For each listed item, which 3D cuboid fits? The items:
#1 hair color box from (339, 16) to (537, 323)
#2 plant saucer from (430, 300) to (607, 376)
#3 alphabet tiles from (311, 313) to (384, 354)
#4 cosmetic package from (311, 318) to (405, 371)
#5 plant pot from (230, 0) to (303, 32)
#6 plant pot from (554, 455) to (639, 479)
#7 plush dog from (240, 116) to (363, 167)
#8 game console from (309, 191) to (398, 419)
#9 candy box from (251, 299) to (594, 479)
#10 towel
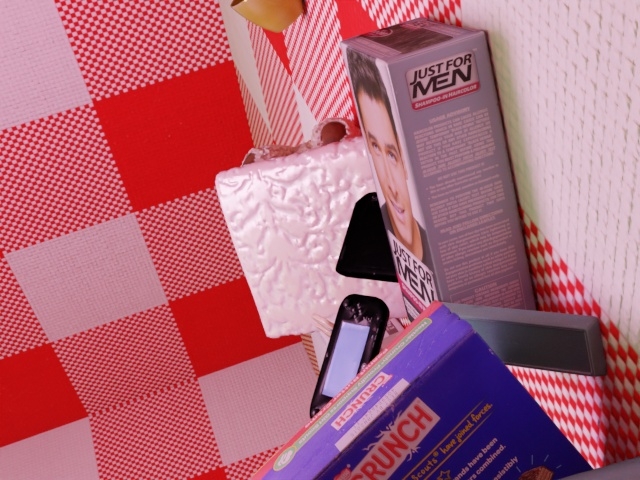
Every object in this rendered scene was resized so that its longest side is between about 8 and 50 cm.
[{"bbox_3d":[0.138,-0.052,1.064,0.185,0.113,0.375,-129,22,-67],"label":"hair color box"},{"bbox_3d":[0.197,0.102,0.955,0.192,0.018,0.067,2,118,40],"label":"plant saucer"},{"bbox_3d":[0.115,0.203,1.511,0.284,0.021,0.278,21,164,50],"label":"alphabet tiles"},{"bbox_3d":[0.097,0.295,1.983,0.217,0.156,0.385,-128,19,-53],"label":"cosmetic package"},{"bbox_3d":[-0.088,-0.446,1.737,0.095,0.134,0.134,47,-178,-22],"label":"plant pot"},{"bbox_3d":[0.200,0.329,0.716,0.341,0.334,0.341,161,90,-82],"label":"plant pot"},{"bbox_3d":[0.007,-0.074,1.691,0.210,0.262,0.226,13,-117,-60],"label":"plush dog"},{"bbox_3d":[0.071,0.100,1.337,0.213,0.043,0.362,1,73,62],"label":"game console"},{"bbox_3d":[0.131,0.269,0.929,0.317,0.268,0.122,49,175,-17],"label":"candy box"},{"bbox_3d":[0.000,0.000,1.589,0.053,0.331,0.317,-36,-69,-57],"label":"towel"}]
